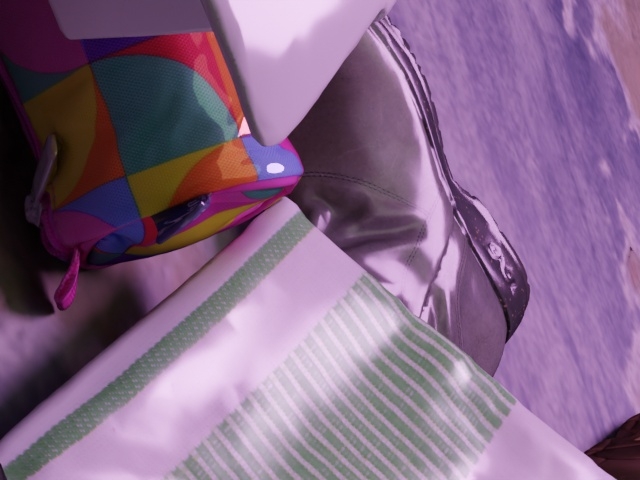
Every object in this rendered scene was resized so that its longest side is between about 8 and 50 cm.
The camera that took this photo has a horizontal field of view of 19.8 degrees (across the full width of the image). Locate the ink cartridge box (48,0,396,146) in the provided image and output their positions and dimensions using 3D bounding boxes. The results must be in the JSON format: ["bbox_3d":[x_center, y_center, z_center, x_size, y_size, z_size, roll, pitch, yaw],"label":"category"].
[{"bbox_3d":[-0.020,-0.201,0.552,0.353,0.119,0.207,-58,138,-44],"label":"ink cartridge box"}]

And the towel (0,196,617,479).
[{"bbox_3d":[0.058,0.133,0.609,0.325,0.038,0.248,37,34,5],"label":"towel"}]

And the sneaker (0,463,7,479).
[{"bbox_3d":[-0.099,0.171,0.399,0.134,0.146,0.343,35,-34,64],"label":"sneaker"}]

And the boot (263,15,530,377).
[{"bbox_3d":[0.000,0.000,0.762,0.246,0.083,0.161,53,38,-20],"label":"boot"}]

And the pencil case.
[{"bbox_3d":[-0.086,-0.102,0.648,0.104,0.104,0.236,-9,78,-64],"label":"pencil case"}]

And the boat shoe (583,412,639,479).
[{"bbox_3d":[0.211,0.151,1.054,0.257,0.095,0.095,-9,92,-58],"label":"boat shoe"}]
